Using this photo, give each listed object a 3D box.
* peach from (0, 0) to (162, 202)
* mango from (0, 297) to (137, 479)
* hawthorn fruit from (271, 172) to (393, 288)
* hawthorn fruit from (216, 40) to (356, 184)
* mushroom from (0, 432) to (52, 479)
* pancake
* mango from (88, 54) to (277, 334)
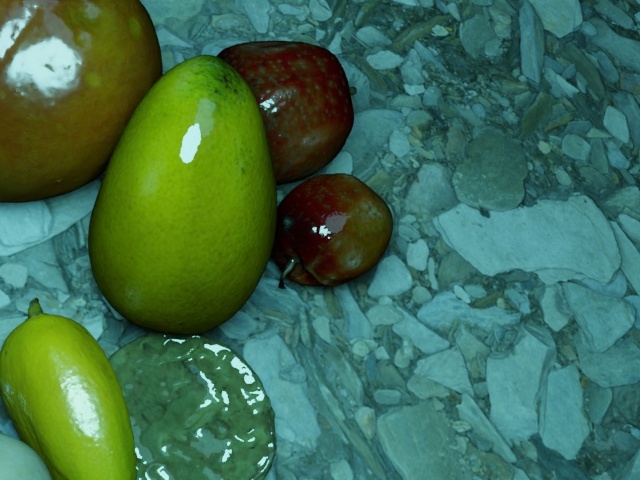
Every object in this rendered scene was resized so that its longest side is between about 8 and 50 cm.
[{"bbox_3d":[-0.364,-0.224,1.515,0.343,0.301,0.342,13,58,-21],"label":"peach"},{"bbox_3d":[-0.272,0.214,1.382,0.119,0.176,0.316,-15,77,-33],"label":"mango"},{"bbox_3d":[0.000,0.000,1.670,0.157,0.157,0.194,44,55,2],"label":"hawthorn fruit"},{"bbox_3d":[-0.049,-0.179,1.724,0.250,0.215,0.215,-13,69,-35],"label":"hawthorn fruit"},{"bbox_3d":[-0.368,0.304,1.292,0.204,0.204,0.204,13,57,-21],"label":"mushroom"},{"bbox_3d":[-0.171,0.225,1.513,0.242,0.050,0.242,6,60,-11],"label":"pancake"},{"bbox_3d":[-0.158,-0.045,1.474,0.221,0.378,0.264,18,46,2],"label":"mango"}]
